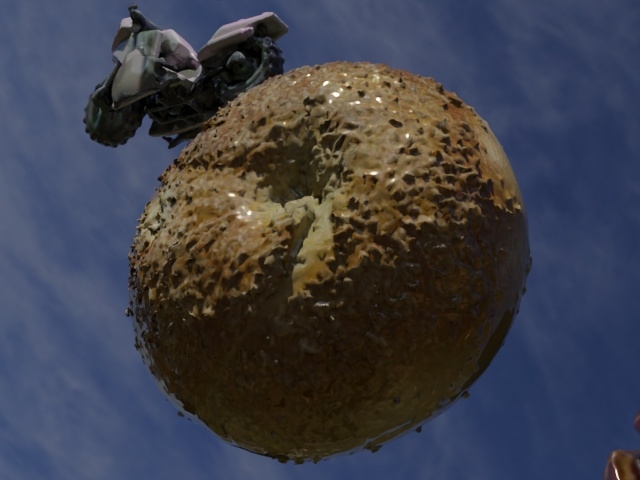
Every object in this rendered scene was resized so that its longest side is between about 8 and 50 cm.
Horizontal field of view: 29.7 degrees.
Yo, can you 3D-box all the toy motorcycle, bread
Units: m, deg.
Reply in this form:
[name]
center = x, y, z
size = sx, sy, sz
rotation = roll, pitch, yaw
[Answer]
[toy motorcycle]
center = -0.182, -0.234, 1.592
size = 0.327, 0.188, 0.143
rotation = -11, -29, 33
[bread]
center = 0.000, 0.000, 0.839
size = 0.305, 0.305, 0.159
rotation = 20, -25, 29

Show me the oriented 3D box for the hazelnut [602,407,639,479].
[hazelnut]
center = 0.347, 0.232, 1.012
size = 0.217, 0.217, 0.251
rotation = 25, -68, 25
